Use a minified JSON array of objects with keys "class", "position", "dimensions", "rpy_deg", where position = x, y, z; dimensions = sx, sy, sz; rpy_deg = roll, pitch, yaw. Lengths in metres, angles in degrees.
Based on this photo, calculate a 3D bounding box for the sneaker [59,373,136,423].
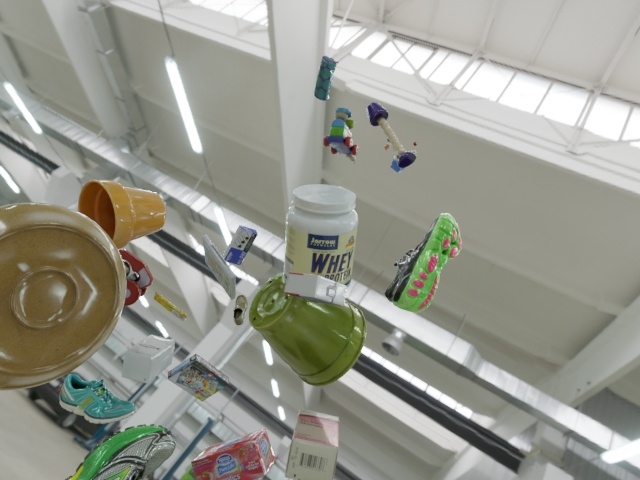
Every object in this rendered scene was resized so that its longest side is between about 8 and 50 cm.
[{"class":"sneaker","position":[-0.724,0.510,1.327],"dimensions":[0.275,0.110,0.107],"rpy_deg":[11,4,12]}]

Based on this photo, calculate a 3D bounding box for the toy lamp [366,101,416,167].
[{"class":"toy lamp","position":[0.246,-0.388,1.481],"dimensions":[0.275,0.080,0.080],"rpy_deg":[64,-23,25]}]

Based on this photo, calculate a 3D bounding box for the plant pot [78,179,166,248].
[{"class":"plant pot","position":[-0.585,-0.081,1.243],"dimensions":[0.205,0.188,0.205],"rpy_deg":[6,-79,33]}]

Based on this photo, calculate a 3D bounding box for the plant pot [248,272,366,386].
[{"class":"plant pot","position":[-0.072,0.310,1.579],"dimensions":[0.366,0.367,0.353],"rpy_deg":[-2,-38,48]}]

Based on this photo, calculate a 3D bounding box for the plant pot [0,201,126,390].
[{"class":"plant pot","position":[-0.349,0.071,0.516],"dimensions":[0.032,0.236,0.236],"rpy_deg":[4,-46,33]}]

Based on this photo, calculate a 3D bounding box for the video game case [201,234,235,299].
[{"class":"video game case","position":[-0.370,0.103,1.504],"dimensions":[0.193,0.023,0.212],"rpy_deg":[51,-25,17]}]

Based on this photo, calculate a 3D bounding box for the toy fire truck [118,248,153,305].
[{"class":"toy fire truck","position":[-0.839,0.151,1.620],"dimensions":[0.254,0.302,0.169],"rpy_deg":[65,-9,-8]}]

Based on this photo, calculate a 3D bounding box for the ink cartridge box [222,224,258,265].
[{"class":"ink cartridge box","position":[-0.410,0.026,2.091],"dimensions":[0.097,0.046,0.207],"rpy_deg":[18,-64,-32]}]

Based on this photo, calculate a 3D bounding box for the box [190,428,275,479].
[{"class":"box","position":[-0.309,0.788,1.471],"dimensions":[0.128,0.256,0.123],"rpy_deg":[16,53,-77]}]

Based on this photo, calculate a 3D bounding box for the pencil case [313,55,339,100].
[{"class":"pencil case","position":[0.019,-0.614,1.562],"dimensions":[0.064,0.070,0.152],"rpy_deg":[35,-49,21]}]

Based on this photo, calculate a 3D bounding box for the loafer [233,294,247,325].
[{"class":"loafer","position":[-0.371,0.315,1.899],"dimensions":[0.056,0.148,0.050],"rpy_deg":[-5,-31,6]}]

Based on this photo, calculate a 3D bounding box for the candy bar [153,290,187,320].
[{"class":"candy bar","position":[-0.590,0.260,1.612],"dimensions":[0.161,0.018,0.040],"rpy_deg":[34,-62,7]}]

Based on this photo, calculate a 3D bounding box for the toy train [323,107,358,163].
[{"class":"toy train","position":[0.102,-0.400,1.590],"dimensions":[0.105,0.144,0.248],"rpy_deg":[8,-4,21]}]

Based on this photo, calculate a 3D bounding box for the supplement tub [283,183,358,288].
[{"class":"supplement tub","position":[0.000,0.000,1.351],"dimensions":[0.235,0.235,0.325],"rpy_deg":[20,-62,30]}]

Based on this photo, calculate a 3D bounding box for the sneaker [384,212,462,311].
[{"class":"sneaker","position":[0.404,0.065,1.637],"dimensions":[0.202,0.483,0.185],"rpy_deg":[-1,-48,51]}]

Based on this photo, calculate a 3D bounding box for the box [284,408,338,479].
[{"class":"box","position":[-0.021,0.667,1.342],"dimensions":[0.148,0.127,0.232],"rpy_deg":[11,0,3]}]

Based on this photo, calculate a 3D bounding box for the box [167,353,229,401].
[{"class":"box","position":[-0.550,0.626,1.868],"dimensions":[0.233,0.159,0.044],"rpy_deg":[53,6,-35]}]

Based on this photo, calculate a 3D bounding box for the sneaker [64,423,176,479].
[{"class":"sneaker","position":[-0.395,0.479,0.752],"dimensions":[0.146,0.343,0.134],"rpy_deg":[18,-68,22]}]

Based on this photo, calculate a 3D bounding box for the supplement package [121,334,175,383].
[{"class":"supplement package","position":[-0.643,0.442,1.549],"dimensions":[0.105,0.179,0.105],"rpy_deg":[12,-82,6]}]

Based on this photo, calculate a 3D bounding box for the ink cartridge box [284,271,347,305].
[{"class":"ink cartridge box","position":[-0.011,0.139,1.162],"dimensions":[0.109,0.063,0.150],"rpy_deg":[2,-15,37]}]

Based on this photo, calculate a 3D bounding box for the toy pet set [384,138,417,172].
[{"class":"toy pet set","position":[0.310,-0.331,1.619],"dimensions":[0.122,0.065,0.114],"rpy_deg":[6,-39,-6]}]
